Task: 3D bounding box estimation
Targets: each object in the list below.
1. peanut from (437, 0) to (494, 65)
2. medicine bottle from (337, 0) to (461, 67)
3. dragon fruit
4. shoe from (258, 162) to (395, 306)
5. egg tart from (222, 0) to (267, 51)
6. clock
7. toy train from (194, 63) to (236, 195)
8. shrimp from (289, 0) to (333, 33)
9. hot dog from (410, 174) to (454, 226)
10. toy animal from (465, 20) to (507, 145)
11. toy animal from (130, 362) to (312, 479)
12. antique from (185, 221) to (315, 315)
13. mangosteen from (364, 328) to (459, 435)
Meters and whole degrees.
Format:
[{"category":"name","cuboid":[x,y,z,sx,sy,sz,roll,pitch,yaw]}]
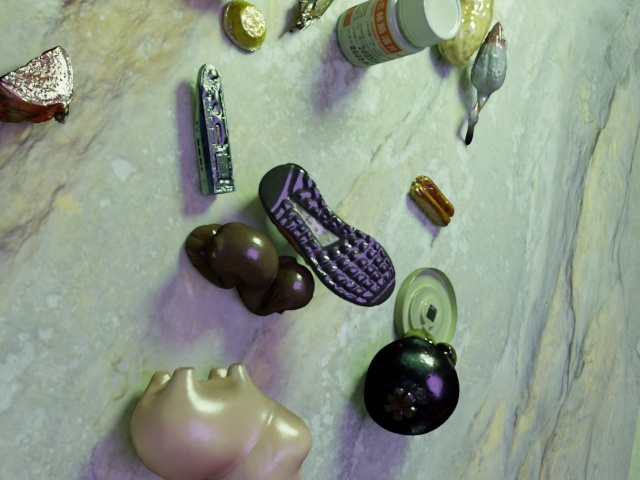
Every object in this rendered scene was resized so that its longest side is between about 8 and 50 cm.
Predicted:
[{"category":"peanut","cuboid":[0.377,-0.603,1.649,0.147,0.147,0.306,6,90,-42]},{"category":"medicine bottle","cuboid":[0.167,-0.464,1.365,0.144,0.252,0.145,-1,91,-44]},{"category":"dragon fruit","cuboid":[-0.419,-0.208,0.931,0.147,0.102,0.096,-50,123,-37]},{"category":"shoe","cuboid":[0.000,0.000,1.258,0.132,0.171,0.336,-44,97,-10]},{"category":"egg tart","cuboid":[-0.139,-0.419,1.227,0.105,0.039,0.105,-1,92,-41]},{"category":"clock","cuboid":[0.273,0.183,1.603,0.235,0.029,0.235,1,89,-43]},{"category":"toy train","cuboid":[-0.199,-0.201,1.160,0.052,0.051,0.234,-9,92,-43]},{"category":"shrimp","cuboid":[-0.025,-0.540,1.333,0.143,0.052,0.251,36,60,-24]},{"category":"hot dog","cuboid":[0.286,-0.097,1.609,0.165,0.045,0.071,43,60,-34]},{"category":"toy animal","cuboid":[0.449,-0.439,1.699,0.195,0.090,0.324,59,47,-64]},{"category":"toy animal","cuboid":[-0.162,0.346,1.088,0.326,0.237,0.269,9,74,-38]},{"category":"antique","cuboid":[-0.110,0.054,1.180,0.257,0.143,0.121,43,60,-36]},{"category":"mangosteen","cuboid":[0.212,0.318,1.431,0.243,0.243,0.243,1,89,-43]}]
